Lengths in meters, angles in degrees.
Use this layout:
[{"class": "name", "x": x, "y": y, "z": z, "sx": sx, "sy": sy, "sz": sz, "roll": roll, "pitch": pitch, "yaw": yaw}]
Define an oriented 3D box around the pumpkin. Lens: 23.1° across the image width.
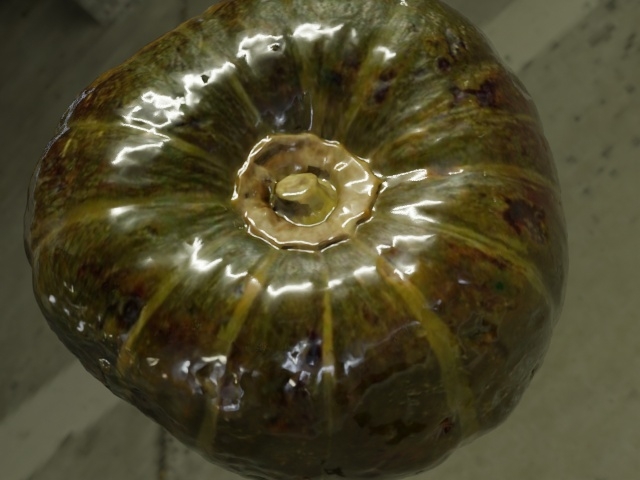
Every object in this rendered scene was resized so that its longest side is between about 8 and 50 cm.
[{"class": "pumpkin", "x": 0.000, "y": 0.000, "z": 0.644, "sx": 0.219, "sy": 0.219, "sz": 0.162, "roll": -60, "pitch": -10, "yaw": -24}]
